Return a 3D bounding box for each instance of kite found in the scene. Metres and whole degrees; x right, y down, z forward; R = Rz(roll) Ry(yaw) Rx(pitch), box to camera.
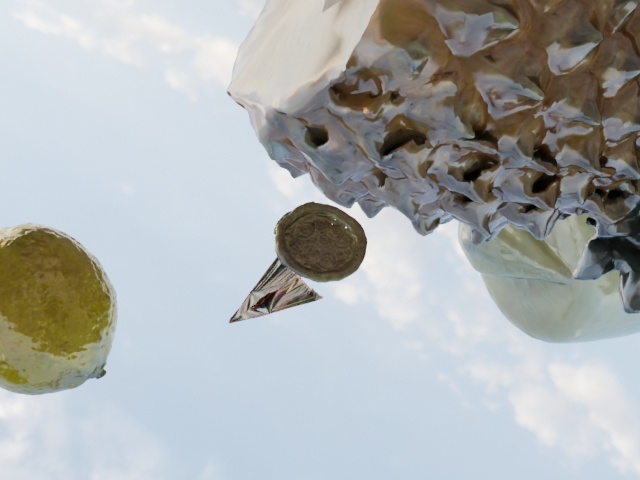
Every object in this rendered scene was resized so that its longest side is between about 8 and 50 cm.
[{"bbox_3d":[-0.044,0.054,1.293,0.010,0.159,0.190,61,171,-22],"label":"kite"}]

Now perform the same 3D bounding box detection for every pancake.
[{"bbox_3d":[0.000,0.001,1.242,0.115,0.011,0.115,8,-126,-11],"label":"pancake"}]

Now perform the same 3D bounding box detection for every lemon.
[{"bbox_3d":[-0.342,0.082,1.284,0.231,0.192,0.192,48,-153,-2],"label":"lemon"}]

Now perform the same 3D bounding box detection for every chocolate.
[{"bbox_3d":[0.357,-0.010,1.424,0.297,0.326,0.314,-12,-97,-36],"label":"chocolate"}]

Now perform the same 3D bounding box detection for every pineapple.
[{"bbox_3d":[0.142,-0.074,0.617,0.357,0.223,0.223,27,-152,-30],"label":"pineapple"}]
